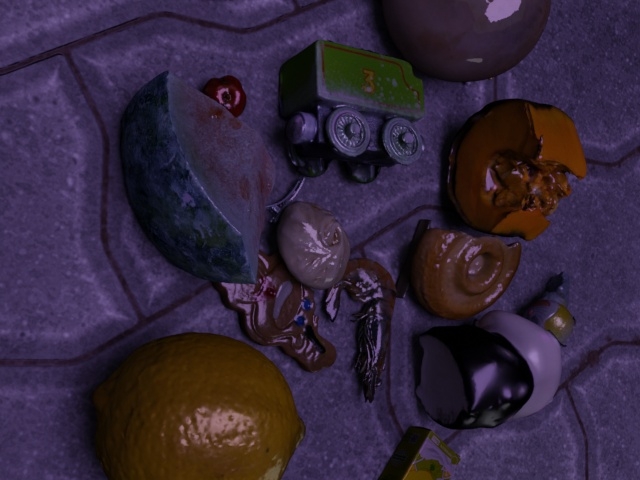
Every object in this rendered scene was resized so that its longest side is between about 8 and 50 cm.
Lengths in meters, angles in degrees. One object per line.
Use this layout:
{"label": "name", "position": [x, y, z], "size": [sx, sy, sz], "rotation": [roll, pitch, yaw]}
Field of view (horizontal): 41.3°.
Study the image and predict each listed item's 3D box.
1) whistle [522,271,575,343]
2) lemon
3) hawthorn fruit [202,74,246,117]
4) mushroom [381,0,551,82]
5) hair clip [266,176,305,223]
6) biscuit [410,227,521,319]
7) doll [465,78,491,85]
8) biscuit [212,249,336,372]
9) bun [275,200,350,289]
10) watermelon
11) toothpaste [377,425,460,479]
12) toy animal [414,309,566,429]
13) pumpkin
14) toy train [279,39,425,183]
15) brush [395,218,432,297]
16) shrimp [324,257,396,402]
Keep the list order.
{"label": "whistle", "position": [0.546, 0.162, 2.025], "size": [0.123, 0.123, 0.223], "rotation": [42, 52, -24]}
{"label": "lemon", "position": [-0.205, 0.309, 1.412], "size": [0.336, 0.336, 0.336], "rotation": [2, 86, -33]}
{"label": "hawthorn fruit", "position": [-0.177, -0.267, 1.584], "size": [0.093, 0.093, 0.093], "rotation": [2, 86, -33]}
{"label": "mushroom", "position": [0.309, -0.521, 1.830], "size": [0.362, 0.294, 0.362], "rotation": [0, 98, -3]}
{"label": "hair clip", "position": [-0.072, -0.087, 1.677], "size": [0.039, 0.030, 0.115], "rotation": [49, 64, -20]}
{"label": "biscuit", "position": [0.315, 0.075, 1.843], "size": [0.274, 0.091, 0.213], "rotation": [0, 112, -35]}
{"label": "doll", "position": [0.340, -0.410, 1.951], "size": [0.143, 0.057, 0.099], "rotation": [16, 98, -26]}
{"label": "biscuit", "position": [-0.074, 0.134, 1.658], "size": [0.183, 0.047, 0.320], "rotation": [-40, 109, -26]}
{"label": "bun", "position": [0.000, 0.000, 1.652], "size": [0.183, 0.102, 0.183], "rotation": [31, 49, -44]}
{"label": "watermelon", "position": [-0.189, -0.105, 1.505], "size": [0.258, 0.228, 0.387], "rotation": [-27, 93, -40]}
{"label": "toothpaste", "position": [0.165, 0.549, 1.768], "size": [0.110, 0.077, 0.327], "rotation": [47, 64, -23]}
{"label": "toy animal", "position": [0.379, 0.286, 1.833], "size": [0.310, 0.251, 0.251], "rotation": [-7, 91, -27]}
{"label": "pumpkin", "position": [0.426, -0.159, 1.870], "size": [0.225, 0.256, 0.303], "rotation": [13, 121, -38]}
{"label": "toy train", "position": [0.066, -0.254, 1.703], "size": [0.307, 0.173, 0.249], "rotation": [6, 75, -32]}
{"label": "brush", "position": [0.204, 0.042, 1.851], "size": [0.027, 0.034, 0.190], "rotation": [39, 66, -43]}
{"label": "shrimp", "position": [0.076, 0.181, 1.749], "size": [0.169, 0.058, 0.296], "rotation": [12, 77, -25]}
